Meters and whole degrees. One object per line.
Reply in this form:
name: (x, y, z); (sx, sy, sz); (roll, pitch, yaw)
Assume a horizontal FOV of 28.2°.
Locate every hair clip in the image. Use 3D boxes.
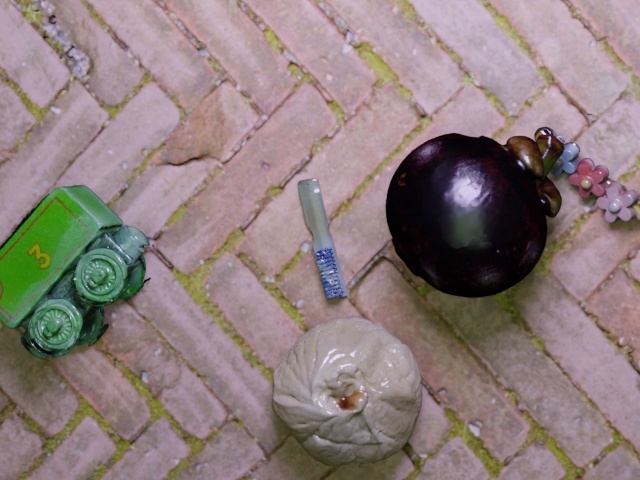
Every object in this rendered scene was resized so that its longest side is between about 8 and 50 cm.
hair clip: (0.376, -0.078, 1.739); (0.214, 0.056, 0.062); (33, 135, 2)

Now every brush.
brush: (0.000, 0.000, 1.820); (0.033, 0.030, 0.178); (-12, 97, 20)

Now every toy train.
toy train: (-0.368, 0.048, 1.833); (0.188, 0.132, 0.243); (43, 100, 5)

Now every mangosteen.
mangosteen: (0.217, -0.049, 1.687); (0.265, 0.228, 0.228); (-36, 92, -2)

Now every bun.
bun: (0.040, 0.219, 1.793); (0.220, 0.134, 0.220); (1, 95, 7)
